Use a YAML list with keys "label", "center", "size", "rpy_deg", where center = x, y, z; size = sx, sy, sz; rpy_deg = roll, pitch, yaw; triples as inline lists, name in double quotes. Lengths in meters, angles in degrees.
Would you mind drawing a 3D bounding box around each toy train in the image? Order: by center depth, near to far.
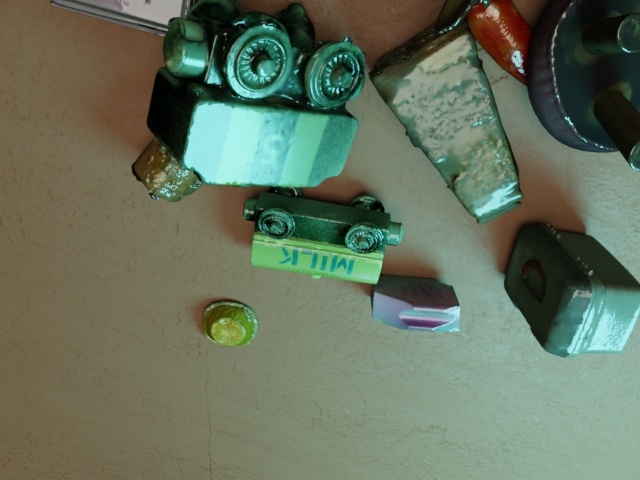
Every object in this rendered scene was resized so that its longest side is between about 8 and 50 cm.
- label: "toy train"
  center: [-0.080, -0.194, 0.874]
  size: [0.299, 0.167, 0.238]
  rpy_deg: [0, 121, -38]
- label: "toy train"
  center: [0.000, 0.000, 1.046]
  size: [0.254, 0.105, 0.157]
  rpy_deg: [8, 129, 0]

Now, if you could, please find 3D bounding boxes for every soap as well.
- label: "soap"
  center: [0.160, 0.105, 1.084]
  size: [0.149, 0.100, 0.056]
  rpy_deg: [5, 116, 1]

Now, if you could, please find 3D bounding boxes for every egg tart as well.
- label: "egg tart"
  center: [-0.162, 0.154, 1.155]
  size: [0.105, 0.039, 0.105]
  rpy_deg: [0, 114, 1]

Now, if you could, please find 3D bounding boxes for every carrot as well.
- label: "carrot"
  center: [-0.177, -0.179, 0.973]
  size: [0.102, 0.102, 0.263]
  rpy_deg: [36, 105, -14]

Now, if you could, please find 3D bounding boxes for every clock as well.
- label: "clock"
  center: [-0.257, -0.367, 0.885]
  size: [0.194, 0.073, 0.144]
  rpy_deg: [15, 116, -5]

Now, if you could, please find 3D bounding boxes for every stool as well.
- label: "stool"
  center: [0.428, -0.229, 0.844]
  size: [0.272, 0.178, 0.271]
  rpy_deg: [-4, 112, -11]

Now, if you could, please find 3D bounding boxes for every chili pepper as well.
- label: "chili pepper"
  center: [0.271, -0.280, 0.918]
  size: [0.272, 0.063, 0.071]
  rpy_deg: [38, 124, -18]

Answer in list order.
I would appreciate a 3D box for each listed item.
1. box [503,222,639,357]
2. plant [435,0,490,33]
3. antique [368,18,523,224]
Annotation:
- label: "box"
  center: [0.382, 0.073, 1.004]
  size: [0.130, 0.210, 0.147]
  rpy_deg: [5, 117, -8]
- label: "plant"
  center: [0.232, -0.392, 0.798]
  size: [0.234, 0.178, 0.204]
  rpy_deg: [-13, 117, 7]
- label: "antique"
  center: [0.200, -0.160, 0.941]
  size: [0.150, 0.125, 0.284]
  rpy_deg: [-27, 112, 16]
